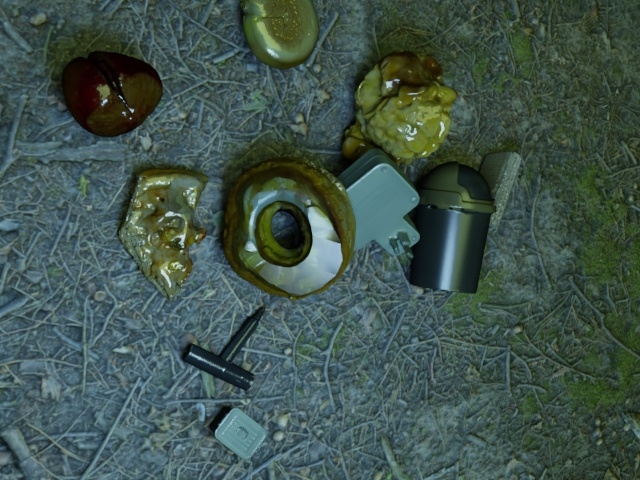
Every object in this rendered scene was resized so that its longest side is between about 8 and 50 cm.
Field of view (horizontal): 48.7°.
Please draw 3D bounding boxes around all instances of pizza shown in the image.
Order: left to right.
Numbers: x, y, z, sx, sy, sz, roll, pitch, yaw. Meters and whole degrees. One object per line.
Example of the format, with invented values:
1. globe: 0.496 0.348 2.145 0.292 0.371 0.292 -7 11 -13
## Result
1. pizza: -0.343 -0.018 1.555 0.189 0.071 0.296 12 85 -27

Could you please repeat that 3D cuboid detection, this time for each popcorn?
1. popcorn: 0.197 -0.302 1.738 0.332 0.265 0.225 -53 140 7

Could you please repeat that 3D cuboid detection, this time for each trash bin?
1. trash bin: 0.340 -0.038 1.826 0.214 0.214 0.333 6 90 -27

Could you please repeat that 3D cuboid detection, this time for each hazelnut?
1. hazelnut: -0.431 -0.310 1.468 0.204 0.178 0.177 -33 104 -28

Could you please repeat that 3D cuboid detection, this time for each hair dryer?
1. hair dryer: -0.206 0.226 1.643 0.173 0.050 0.194 31 72 -25

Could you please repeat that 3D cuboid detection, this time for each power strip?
1. power strip: 0.138 -0.057 1.716 0.229 0.141 0.261 -39 127 15

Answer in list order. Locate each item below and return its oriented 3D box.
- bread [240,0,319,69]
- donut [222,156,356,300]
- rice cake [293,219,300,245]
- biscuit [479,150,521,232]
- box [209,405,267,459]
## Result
1. bread: -0.098 -0.508 1.660 0.214 0.105 0.213 2 86 -28
2. donut: -0.080 -0.023 1.596 0.330 0.160 0.329 2 100 10
3. rice cake: -0.046 -0.074 1.726 0.042 0.030 0.180 4 87 -44
4. biscuit: 0.472 -0.135 1.948 0.062 0.108 0.238 26 79 -26
5. box: -0.195 0.440 1.632 0.122 0.069 0.084 45 70 -20
